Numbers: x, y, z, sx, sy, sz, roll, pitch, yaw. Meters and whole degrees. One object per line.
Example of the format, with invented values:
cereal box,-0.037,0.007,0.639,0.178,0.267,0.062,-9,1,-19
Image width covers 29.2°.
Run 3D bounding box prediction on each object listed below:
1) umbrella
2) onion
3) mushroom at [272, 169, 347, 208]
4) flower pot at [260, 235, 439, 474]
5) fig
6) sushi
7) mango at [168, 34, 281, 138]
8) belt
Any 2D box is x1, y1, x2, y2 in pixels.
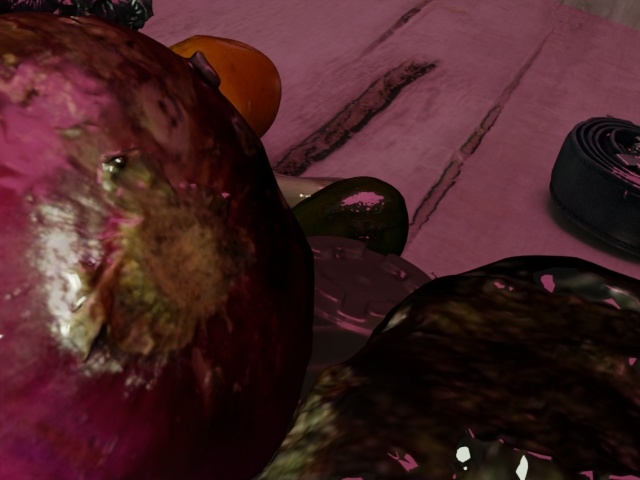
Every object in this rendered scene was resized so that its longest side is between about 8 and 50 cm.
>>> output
umbrella,-0.340,-0.310,1.669,0.224,0.080,0.071,1,64,-26
onion,-0.198,0.035,0.806,0.347,0.348,0.385,-8,-3,-44
mushroom,-0.017,-0.051,1.364,0.202,0.054,0.059,17,18,10
flower pot,0.017,0.086,0.981,0.235,0.141,0.235,17,24,-8
fig,0.000,0.000,1.206,0.177,0.117,0.117,-17,38,-22
sushi,0.106,0.188,0.654,0.281,0.300,0.294,0,17,18
mango,-0.130,-0.167,1.411,0.187,0.138,0.257,-2,16,31
belt,0.406,-0.073,1.611,0.206,0.116,0.267,23,27,3
